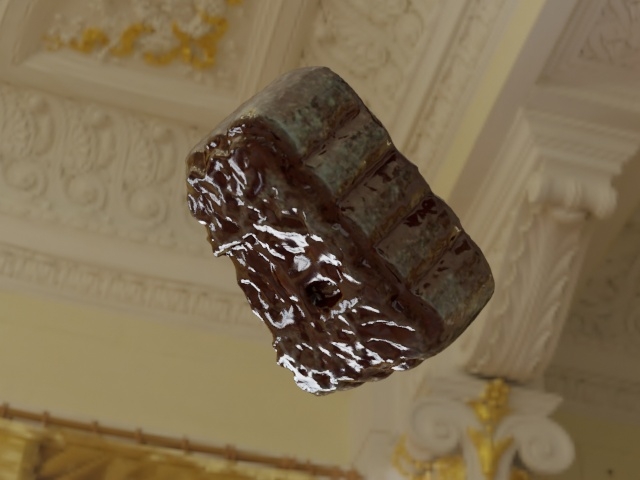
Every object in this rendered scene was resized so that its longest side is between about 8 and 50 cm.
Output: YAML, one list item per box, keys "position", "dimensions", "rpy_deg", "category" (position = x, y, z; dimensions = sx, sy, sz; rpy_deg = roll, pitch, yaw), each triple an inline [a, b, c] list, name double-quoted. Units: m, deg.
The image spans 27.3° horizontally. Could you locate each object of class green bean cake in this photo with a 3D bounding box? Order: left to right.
- position: [0.000, 0.000, 0.978]
  dimensions: [0.232, 0.097, 0.198]
  rpy_deg: [52, -34, -9]
  category: "green bean cake"
